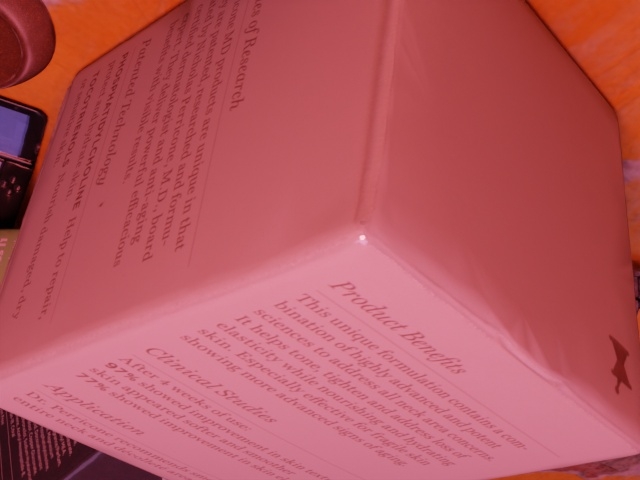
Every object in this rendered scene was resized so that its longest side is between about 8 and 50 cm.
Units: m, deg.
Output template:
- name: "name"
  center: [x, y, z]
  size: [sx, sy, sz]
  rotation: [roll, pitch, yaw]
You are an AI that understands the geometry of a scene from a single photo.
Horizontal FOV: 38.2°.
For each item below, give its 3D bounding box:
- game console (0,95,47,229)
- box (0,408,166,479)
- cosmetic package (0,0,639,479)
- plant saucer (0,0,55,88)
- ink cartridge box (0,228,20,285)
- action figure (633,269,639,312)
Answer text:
- name: "game console"
  center: [-0.358, -0.085, 0.910]
  size: [0.144, 0.124, 0.085]
  rotation: [18, 171, -15]
- name: "box"
  center: [-0.244, 0.284, 1.164]
  size: [0.395, 0.212, 0.293]
  rotation: [-40, 131, 8]
- name: "cosmetic package"
  center: [0.000, 0.000, 0.747]
  size: [0.394, 0.327, 0.329]
  rotation: [-21, 137, 36]
- name: "plant saucer"
  center: [-0.318, -0.186, 0.801]
  size: [0.168, 0.029, 0.168]
  rotation: [6, 145, 4]
- name: "ink cartridge box"
  center: [-0.368, 0.068, 1.023]
  size: [0.353, 0.119, 0.207]
  rotation: [1, 163, 33]
- name: "action figure"
  center: [0.254, 0.132, 1.033]
  size: [0.341, 0.178, 0.330]
  rotation: [-4, 153, 20]
